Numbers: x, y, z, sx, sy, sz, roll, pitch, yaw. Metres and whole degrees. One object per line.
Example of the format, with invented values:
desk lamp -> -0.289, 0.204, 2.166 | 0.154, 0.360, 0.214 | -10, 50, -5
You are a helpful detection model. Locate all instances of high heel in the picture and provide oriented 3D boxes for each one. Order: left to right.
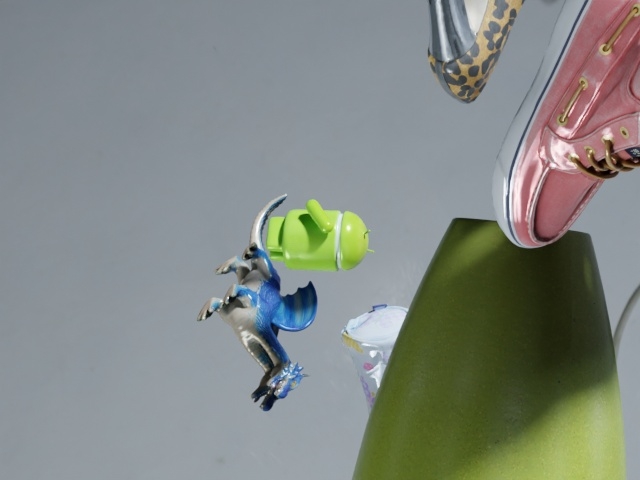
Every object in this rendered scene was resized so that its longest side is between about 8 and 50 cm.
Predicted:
high heel -> 0.213, -0.277, 1.211 | 0.261, 0.186, 0.093 | -34, 40, -26

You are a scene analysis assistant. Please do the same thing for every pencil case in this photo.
pencil case -> 0.120, 0.242, 1.729 | 0.124, 0.113, 0.273 | -14, 110, 6

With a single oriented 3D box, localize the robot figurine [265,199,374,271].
robot figurine -> 0.000, 0.000, 1.196 | 0.115, 0.101, 0.067 | 2, 61, 9

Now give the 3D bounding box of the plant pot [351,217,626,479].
plant pot -> 0.179, 0.130, 1.078 | 0.274, 0.275, 0.293 | 7, 90, 14

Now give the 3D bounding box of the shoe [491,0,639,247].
shoe -> 0.153, -0.056, 0.598 | 0.063, 0.178, 0.081 | -3, 35, -28

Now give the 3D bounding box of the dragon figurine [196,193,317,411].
dragon figurine -> -0.063, 0.080, 1.377 | 0.085, 0.144, 0.289 | -35, 26, 34
